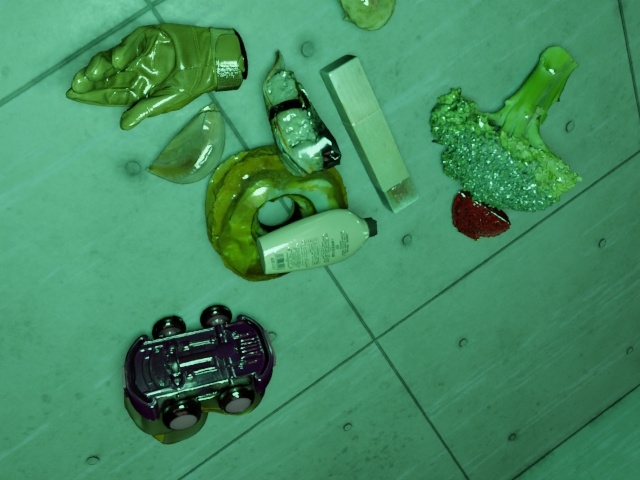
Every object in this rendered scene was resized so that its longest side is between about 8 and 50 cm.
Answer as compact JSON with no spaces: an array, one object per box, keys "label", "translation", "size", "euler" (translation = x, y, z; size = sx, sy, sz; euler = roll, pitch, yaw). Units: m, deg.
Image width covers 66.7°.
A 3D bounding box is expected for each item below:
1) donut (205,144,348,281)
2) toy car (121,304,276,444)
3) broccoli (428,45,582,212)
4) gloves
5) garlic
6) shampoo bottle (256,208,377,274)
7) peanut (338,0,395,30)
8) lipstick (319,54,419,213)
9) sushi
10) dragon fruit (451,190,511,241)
[{"label":"donut","translation":[-0.094,-0.061,1.070],"size":[0.330,0.160,0.329],"euler":[-5,107,-17]},{"label":"toy car","translation":[-0.278,0.331,1.134],"size":[0.341,0.271,0.240],"euler":[-9,133,-17]},{"label":"broccoli","translation":[0.512,-0.246,1.192],"size":[0.397,0.275,0.353],"euler":[-32,120,-20]},{"label":"gloves","translation":[-0.299,-0.313,0.899],"size":[0.331,0.141,0.154],"euler":[-19,144,-22]},{"label":"garlic","translation":[-0.257,-0.183,1.003],"size":[0.101,0.087,0.195],"euler":[43,96,-17]},{"label":"shampoo bottle","translation":[0.000,0.000,1.008],"size":[0.257,0.078,0.127],"euler":[-13,121,-16]},{"label":"peanut","translation":[0.086,-0.531,0.956],"size":[0.129,0.129,0.224],"euler":[-7,105,-18]},{"label":"lipstick","translation":[0.118,-0.236,1.119],"size":[0.080,0.076,0.371],"euler":[-32,119,-3]},{"label":"sushi","translation":[-0.065,-0.247,0.974],"size":[0.109,0.134,0.272],"euler":[-29,86,0]},{"label":"dragon fruit","translation":[0.419,-0.063,1.308],"size":[0.162,0.083,0.106],"euler":[32,123,5]}]
